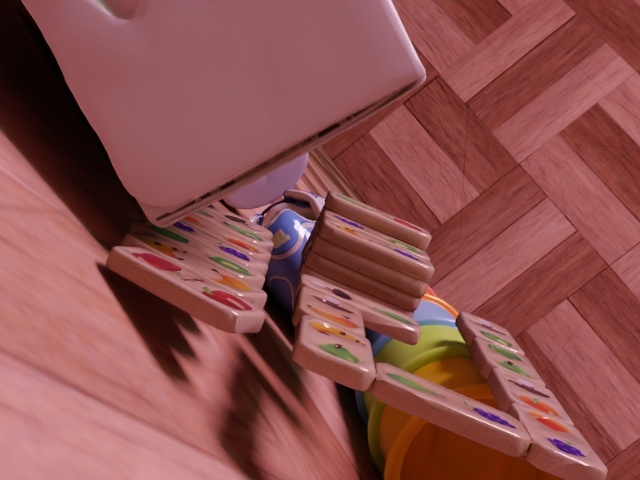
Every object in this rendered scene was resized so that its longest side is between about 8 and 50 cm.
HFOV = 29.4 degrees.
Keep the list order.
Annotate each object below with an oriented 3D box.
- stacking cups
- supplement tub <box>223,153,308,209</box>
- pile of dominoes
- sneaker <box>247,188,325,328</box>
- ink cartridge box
[{"bbox_3d":[0.064,0.080,0.716,0.096,0.096,0.316,51,4,-12],"label":"stacking cups"},{"bbox_3d":[-0.062,-0.081,0.846,0.107,0.071,0.071,53,5,34],"label":"supplement tub"},{"bbox_3d":[0.015,0.015,0.533,0.196,0.040,0.251,23,7,-4],"label":"pile of dominoes"},{"bbox_3d":[0.000,0.000,0.768,0.081,0.080,0.211,52,4,-9],"label":"sneaker"},{"bbox_3d":[-0.077,-0.149,0.591,0.226,0.131,0.306,62,-3,-12],"label":"ink cartridge box"}]
